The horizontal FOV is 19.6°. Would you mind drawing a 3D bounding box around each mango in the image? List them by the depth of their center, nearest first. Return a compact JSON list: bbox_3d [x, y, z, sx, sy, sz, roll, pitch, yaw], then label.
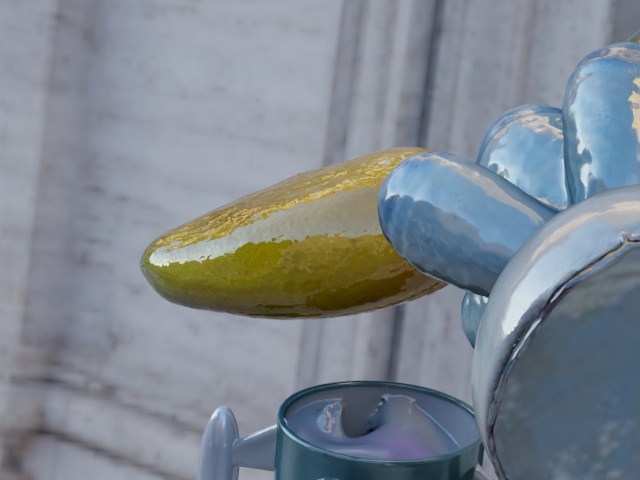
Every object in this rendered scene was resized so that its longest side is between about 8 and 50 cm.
[{"bbox_3d":[0.000,0.000,1.493,0.317,0.119,0.176,-10,21,12],"label":"mango"}]

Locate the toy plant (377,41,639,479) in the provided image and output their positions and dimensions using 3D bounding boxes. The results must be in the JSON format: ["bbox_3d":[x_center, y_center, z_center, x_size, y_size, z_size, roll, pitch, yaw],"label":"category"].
[{"bbox_3d":[0.171,0.008,1.191,0.247,0.247,0.332,6,28,-18],"label":"toy plant"}]

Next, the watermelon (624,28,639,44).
[{"bbox_3d":[0.374,-0.109,1.775,0.242,0.242,0.242,7,5,-1],"label":"watermelon"}]

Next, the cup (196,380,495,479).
[{"bbox_3d":[0.041,0.214,1.413,0.300,0.173,0.167,11,19,23],"label":"cup"}]
